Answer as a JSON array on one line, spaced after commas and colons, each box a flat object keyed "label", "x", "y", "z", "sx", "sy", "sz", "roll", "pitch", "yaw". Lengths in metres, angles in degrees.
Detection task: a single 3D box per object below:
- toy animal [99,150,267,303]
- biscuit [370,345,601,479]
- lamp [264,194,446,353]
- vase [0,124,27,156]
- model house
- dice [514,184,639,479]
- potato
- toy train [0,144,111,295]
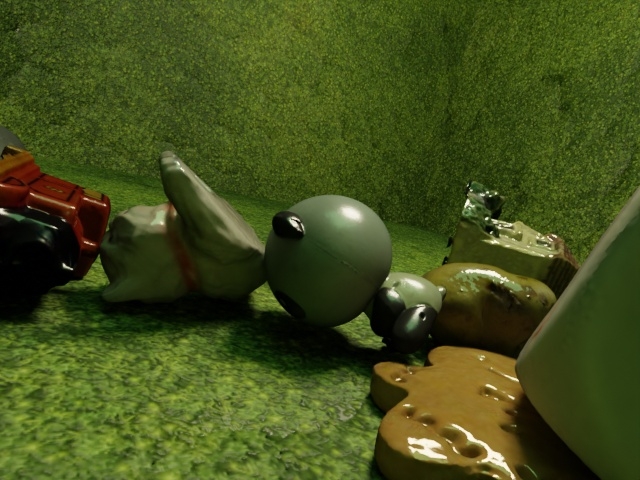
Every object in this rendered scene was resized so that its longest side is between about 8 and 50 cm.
[{"label": "toy animal", "x": -0.192, "y": 0.011, "z": 0.678, "sx": 0.266, "sy": 0.188, "sz": 0.308, "roll": 41, "pitch": -3, "yaw": -29}, {"label": "biscuit", "x": 0.193, "y": 0.178, "z": 0.460, "sx": 0.275, "sy": 0.052, "sz": 0.355, "roll": 18, "pitch": 10, "yaw": 30}, {"label": "lamp", "x": 0.038, "y": 0.048, "z": 0.604, "sx": 0.244, "sy": 0.198, "sz": 0.197, "roll": 38, "pitch": 13, "yaw": 10}, {"label": "vase", "x": -0.664, "y": -0.118, "z": 0.772, "sx": 0.173, "sy": 0.173, "sz": 0.321, "roll": 12, "pitch": 14, "yaw": -9}, {"label": "model house", "x": 0.412, "y": 0.032, "z": 0.974, "sx": 0.266, "sy": 0.261, "sz": 0.321, "roll": 18, "pitch": 24, "yaw": 17}, {"label": "dice", "x": 0.362, "y": 0.074, "z": 0.334, "sx": 0.304, "sy": 0.304, "sz": 0.277, "roll": 36, "pitch": 18, "yaw": 26}, {"label": "potato", "x": 0.242, "y": 0.105, "z": 0.679, "sx": 0.200, "sy": 0.155, "sz": 0.137, "roll": 7, "pitch": 28, "yaw": 12}, {"label": "toy train", "x": -0.395, "y": -0.026, "z": 0.568, "sx": 0.231, "sy": 0.163, "sz": 0.369, "roll": 18, "pitch": 5, "yaw": -28}]
